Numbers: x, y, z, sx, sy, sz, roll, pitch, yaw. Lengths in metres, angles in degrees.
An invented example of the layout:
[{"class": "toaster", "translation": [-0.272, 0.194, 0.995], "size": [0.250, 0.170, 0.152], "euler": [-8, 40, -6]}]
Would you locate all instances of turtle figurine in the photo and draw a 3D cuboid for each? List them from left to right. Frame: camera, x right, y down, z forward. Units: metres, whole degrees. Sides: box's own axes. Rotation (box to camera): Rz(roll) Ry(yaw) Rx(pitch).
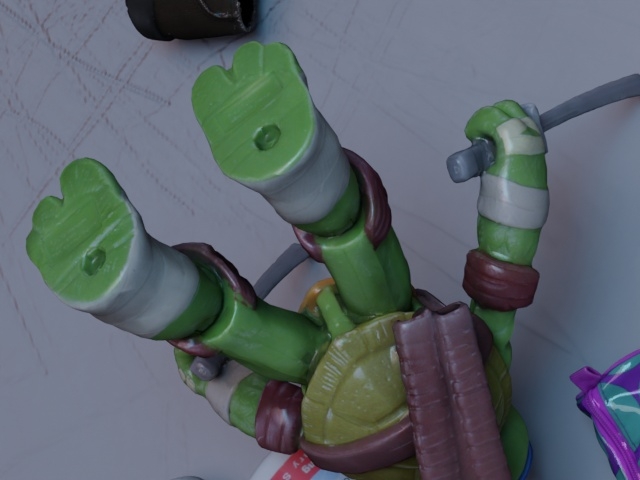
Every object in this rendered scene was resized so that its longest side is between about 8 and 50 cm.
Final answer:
[{"class": "turtle figurine", "translation": [0.000, 0.000, 0.902], "size": [0.197, 0.266, 0.275], "euler": [-4, 63, 33]}]

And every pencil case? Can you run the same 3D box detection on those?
[{"class": "pencil case", "translation": [0.171, 0.125, 0.918], "size": [0.064, 0.070, 0.152], "euler": [-49, 55, 53]}]

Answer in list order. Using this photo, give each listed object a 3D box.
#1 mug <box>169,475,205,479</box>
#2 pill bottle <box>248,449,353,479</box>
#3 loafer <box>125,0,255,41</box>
[{"class": "mug", "translation": [-0.073, 0.163, 1.040], "size": [0.078, 0.062, 0.064], "euler": [-31, 60, 11]}, {"class": "pill bottle", "translation": [0.039, 0.163, 0.966], "size": [0.160, 0.087, 0.087], "euler": [34, 96, 27]}, {"class": "loafer", "translation": [-0.037, -0.209, 1.088], "size": [0.078, 0.080, 0.220], "euler": [17, 93, 18]}]
